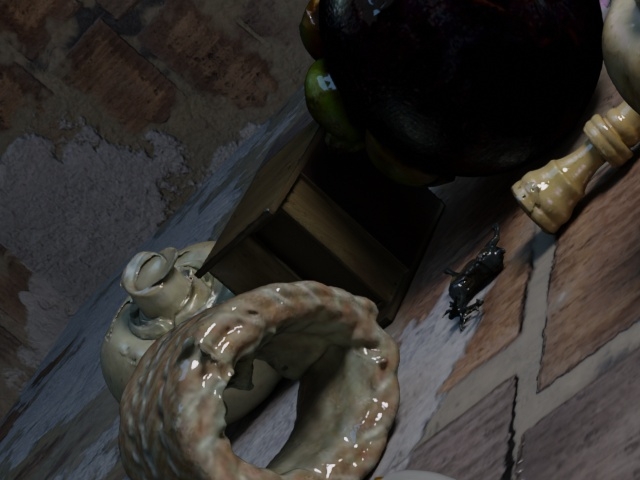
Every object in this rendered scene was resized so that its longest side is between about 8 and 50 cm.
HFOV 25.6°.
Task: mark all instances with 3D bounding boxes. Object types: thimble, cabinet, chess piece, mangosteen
[{"bbox_3d":[-0.047,0.142,1.181,0.229,0.196,0.148,-19,-4,-35],"label":"thimble"},{"bbox_3d":[0.000,0.000,1.518,0.148,0.175,0.215,-40,15,38],"label":"cabinet"},{"bbox_3d":[0.241,-0.080,1.188,0.172,0.060,0.060,-43,12,16],"label":"chess piece"},{"bbox_3d":[0.132,-0.191,1.396,0.300,0.300,0.300,-46,11,12],"label":"mangosteen"}]

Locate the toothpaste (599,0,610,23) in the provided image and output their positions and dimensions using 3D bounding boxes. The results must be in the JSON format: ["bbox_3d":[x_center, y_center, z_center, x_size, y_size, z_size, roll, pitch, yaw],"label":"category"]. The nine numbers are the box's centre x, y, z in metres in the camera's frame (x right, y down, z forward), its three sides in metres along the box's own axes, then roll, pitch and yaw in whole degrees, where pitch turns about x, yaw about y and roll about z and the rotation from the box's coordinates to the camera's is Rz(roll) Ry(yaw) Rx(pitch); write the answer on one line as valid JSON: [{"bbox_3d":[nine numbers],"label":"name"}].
[{"bbox_3d":[0.275,-0.205,1.549,0.170,0.028,0.045,-56,6,-17],"label":"toothpaste"}]

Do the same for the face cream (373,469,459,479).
[{"bbox_3d":[0.069,0.187,0.927,0.072,0.051,0.182,-55,11,-13],"label":"face cream"}]

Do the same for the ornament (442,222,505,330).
[{"bbox_3d":[0.138,0.034,1.255,0.073,0.028,0.125,-44,10,21],"label":"ornament"}]

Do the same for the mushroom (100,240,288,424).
[{"bbox_3d":[-0.147,0.095,1.612,0.246,0.202,0.246,-25,32,17],"label":"mushroom"}]

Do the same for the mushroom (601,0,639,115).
[{"bbox_3d":[0.300,-0.174,0.918,0.255,0.184,0.255,-48,13,14],"label":"mushroom"}]
